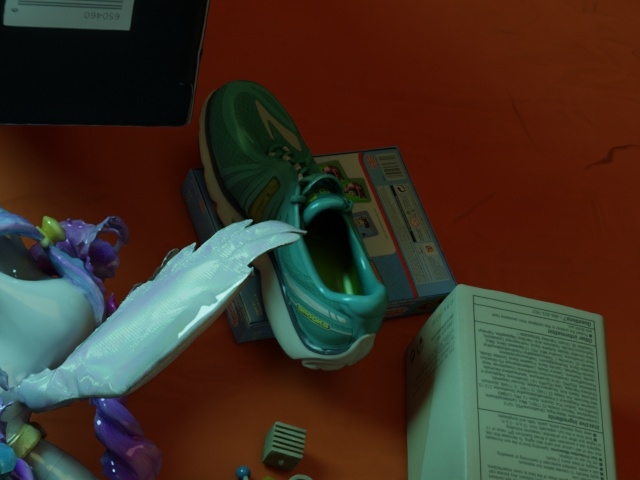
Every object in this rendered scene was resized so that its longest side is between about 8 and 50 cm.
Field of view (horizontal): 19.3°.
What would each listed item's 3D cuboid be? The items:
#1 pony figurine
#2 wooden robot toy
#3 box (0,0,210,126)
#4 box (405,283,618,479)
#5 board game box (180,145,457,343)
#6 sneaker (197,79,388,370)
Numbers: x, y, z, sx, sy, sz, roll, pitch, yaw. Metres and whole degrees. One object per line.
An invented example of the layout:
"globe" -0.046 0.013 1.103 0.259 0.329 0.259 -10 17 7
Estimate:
"pony figurine" -0.208 0.074 1.398 0.363 0.303 0.351 38 83 -2
"wooden robot toy" -0.037 0.211 1.474 0.076 0.079 0.173 31 51 -3
"box" -0.239 -0.297 1.488 0.212 0.293 0.395 -1 27 -26
"box" 0.156 0.206 1.539 0.148 0.121 0.311 14 54 -16
"board game box" 0.000 0.000 1.659 0.211 0.039 0.160 -7 62 -29
"sneaker" -0.013 -0.028 1.576 0.107 0.110 0.275 -13 64 -30
